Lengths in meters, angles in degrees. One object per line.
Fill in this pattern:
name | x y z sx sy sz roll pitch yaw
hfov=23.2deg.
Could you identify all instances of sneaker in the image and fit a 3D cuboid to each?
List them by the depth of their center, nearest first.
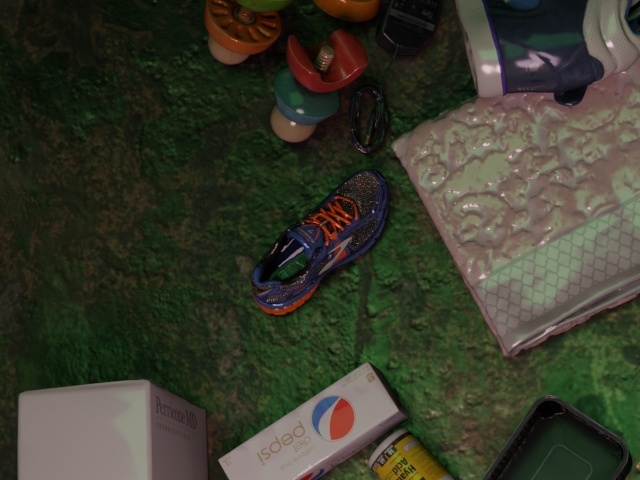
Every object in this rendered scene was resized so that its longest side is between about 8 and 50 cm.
sneaker | 0.280 -0.307 1.861 0.236 0.130 0.323 -10 51 5
sneaker | 0.000 0.000 1.886 0.083 0.087 0.221 41 88 19

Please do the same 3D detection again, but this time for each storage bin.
storage bin | 0.256 0.278 1.750 0.122 0.084 0.180 33 85 20

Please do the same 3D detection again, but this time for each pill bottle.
pill bottle | 0.115 0.278 1.795 0.065 0.065 0.116 -45 70 -1

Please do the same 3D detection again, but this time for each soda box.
soda box | -0.007 0.234 1.836 0.216 0.069 0.074 -34 70 3

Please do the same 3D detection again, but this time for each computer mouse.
computer mouse | 0.088 -0.224 1.953 0.071 0.041 0.242 23 86 -12

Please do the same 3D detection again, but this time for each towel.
towel | 0.293 -0.067 1.850 0.332 0.053 0.317 -27 71 5

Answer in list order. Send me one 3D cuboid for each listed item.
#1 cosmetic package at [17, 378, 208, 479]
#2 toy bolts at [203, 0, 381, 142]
cosmetic package | -0.227 0.402 1.763 0.161 0.230 0.453 -7 75 12
toy bolts | -0.023 -0.239 1.958 0.218 0.158 0.228 -6 57 -29
